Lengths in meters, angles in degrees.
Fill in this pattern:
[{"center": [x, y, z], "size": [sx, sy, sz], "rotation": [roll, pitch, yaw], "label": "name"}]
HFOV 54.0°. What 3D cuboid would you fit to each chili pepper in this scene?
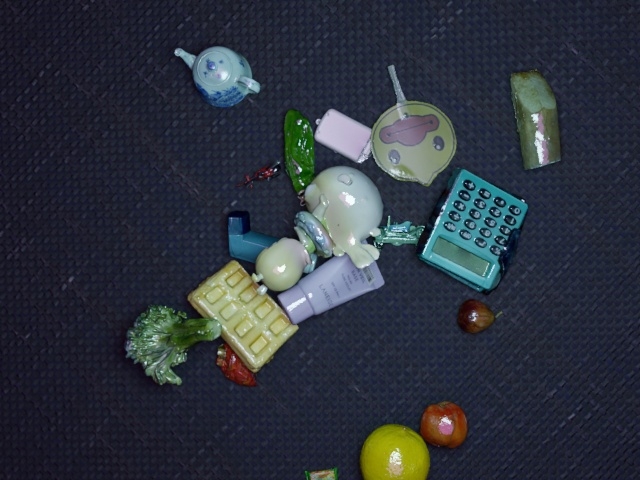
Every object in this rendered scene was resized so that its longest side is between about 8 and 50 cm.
[{"center": [-0.052, -0.223, 1.662], "size": [0.074, 0.100, 0.256], "rotation": [-3, 93, 42], "label": "chili pepper"}]

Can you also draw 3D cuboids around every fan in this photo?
[{"center": [0.232, -0.301, 1.657], "size": [0.230, 0.011, 0.334], "rotation": [-18, 91, -4], "label": "fan"}]

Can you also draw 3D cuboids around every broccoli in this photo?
[{"center": [-0.377, 0.273, 1.591], "size": [0.275, 0.177, 0.198], "rotation": [8, 79, 39], "label": "broccoli"}]

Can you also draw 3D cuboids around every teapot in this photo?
[{"center": [-0.263, -0.436, 1.640], "size": [0.232, 0.159, 0.158], "rotation": [24, 92, 4], "label": "teapot"}]

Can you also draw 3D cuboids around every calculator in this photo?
[{"center": [0.065, -0.279, 1.673], "size": [0.175, 0.032, 0.100], "rotation": [29, 91, 3], "label": "calculator"}, {"center": [0.397, -0.025, 1.604], "size": [0.248, 0.058, 0.274], "rotation": [26, 90, -18], "label": "calculator"}]

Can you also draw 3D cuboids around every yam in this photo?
[{"center": [0.553, -0.315, 1.608], "size": [0.106, 0.106, 0.259], "rotation": [-9, 91, 4], "label": "yam"}]

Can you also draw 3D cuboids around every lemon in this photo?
[{"center": [0.188, 0.570, 1.603], "size": [0.179, 0.178, 0.203], "rotation": [12, 93, 4], "label": "lemon"}]

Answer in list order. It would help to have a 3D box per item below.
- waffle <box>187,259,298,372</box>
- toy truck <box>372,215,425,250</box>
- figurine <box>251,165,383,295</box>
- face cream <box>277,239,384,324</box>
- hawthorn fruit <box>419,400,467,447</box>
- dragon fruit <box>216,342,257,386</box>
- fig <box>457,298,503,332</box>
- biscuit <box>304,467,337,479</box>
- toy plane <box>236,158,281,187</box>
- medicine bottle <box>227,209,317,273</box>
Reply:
[{"center": [-0.201, 0.193, 1.647], "size": [0.274, 0.057, 0.168], "rotation": [47, 60, 3], "label": "waffle"}, {"center": [0.212, -0.022, 1.652], "size": [0.154, 0.080, 0.078], "rotation": [0, 64, 4], "label": "toy truck"}, {"center": [0.000, 0.000, 1.538], "size": [0.394, 0.226, 0.274], "rotation": [-39, 59, -15], "label": "figurine"}, {"center": [0.026, 0.118, 1.637], "size": [0.274, 0.096, 0.154], "rotation": [-30, 109, -9], "label": "face cream"}, {"center": [0.317, 0.476, 1.625], "size": [0.128, 0.128, 0.128], "rotation": [0, 91, 4], "label": "hawthorn fruit"}, {"center": [-0.229, 0.322, 1.679], "size": [0.107, 0.083, 0.162], "rotation": [-4, 92, 7], "label": "dragon fruit"}, {"center": [0.422, 0.201, 1.636], "size": [0.125, 0.089, 0.088], "rotation": [8, 91, -15], "label": "fig"}, {"center": [0.004, 0.640, 1.695], "size": [0.089, 0.016, 0.046], "rotation": [-8, 90, 4], "label": "biscuit"}, {"center": [-0.159, -0.175, 1.679], "size": [0.145, 0.060, 0.037], "rotation": [-25, 89, 19], "label": "toy plane"}, {"center": [-0.132, 0.012, 1.664], "size": [0.259, 0.079, 0.124], "rotation": [18, 108, 3], "label": "medicine bottle"}]
